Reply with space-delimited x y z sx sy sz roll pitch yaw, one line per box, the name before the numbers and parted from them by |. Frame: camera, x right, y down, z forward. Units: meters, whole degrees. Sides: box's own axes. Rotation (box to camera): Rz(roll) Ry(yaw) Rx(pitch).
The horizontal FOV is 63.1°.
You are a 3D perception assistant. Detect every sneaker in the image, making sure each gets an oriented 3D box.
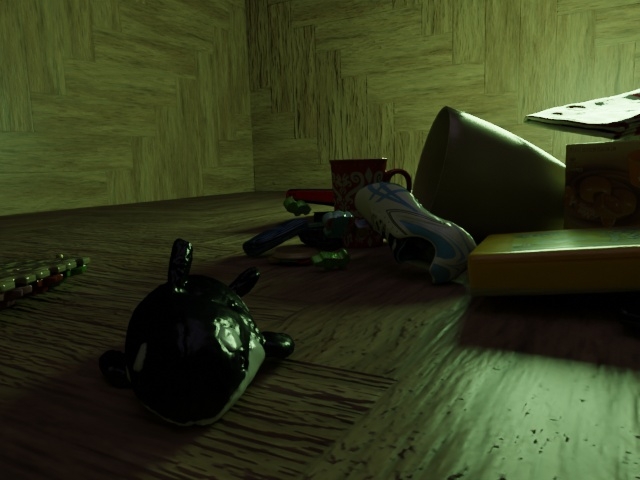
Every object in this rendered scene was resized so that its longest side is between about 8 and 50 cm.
sneaker | 0.116 -0.018 0.752 0.086 0.085 0.237 -29 38 -20

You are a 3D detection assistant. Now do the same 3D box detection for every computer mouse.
computer mouse | 0.000 0.000 0.976 0.071 0.041 0.242 -4 10 -8

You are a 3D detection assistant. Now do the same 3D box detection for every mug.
mug | 0.090 -0.074 1.011 0.151 0.169 0.113 4 10 33

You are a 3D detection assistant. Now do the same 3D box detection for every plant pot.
plant pot | 0.335 -0.097 0.997 0.274 0.256 0.256 13 8 -2

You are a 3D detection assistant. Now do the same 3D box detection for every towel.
towel | 0.587 -0.247 0.961 0.329 0.037 0.237 -15 21 -13
towel | -0.083 -0.009 0.956 0.120 0.029 0.067 -29 13 -26

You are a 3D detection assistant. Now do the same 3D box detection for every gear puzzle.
gear puzzle | -0.418 0.056 0.701 0.176 0.044 0.339 -4 5 -2

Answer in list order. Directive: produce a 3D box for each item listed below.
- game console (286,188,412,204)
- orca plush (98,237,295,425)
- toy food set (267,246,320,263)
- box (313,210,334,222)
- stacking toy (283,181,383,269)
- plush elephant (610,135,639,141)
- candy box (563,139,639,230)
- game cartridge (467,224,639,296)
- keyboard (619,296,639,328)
game console | 0.130 -0.102 1.435 0.343 0.060 0.387 2 1 19
orca plush | -0.095 0.046 0.453 0.151 0.102 0.287 -1 8 8
toy food set | -0.040 0.026 0.866 0.083 0.020 0.083 6 11 43
box | 0.062 -0.054 1.336 0.137 0.036 0.225 -3 8 -9
stacking toy | 0.064 -0.030 0.870 0.221 0.052 0.167 -6 38 -23
plush elephant | 0.734 -0.137 1.031 0.256 0.271 0.330 -12 29 38
candy box | 0.534 -0.063 0.788 0.088 0.182 0.317 -8 10 -31
game cartridge | 0.354 0.012 0.613 0.324 0.052 0.285 -6 3 22
keyboard | 0.425 0.075 0.396 0.202 0.033 0.317 -13 14 -30
